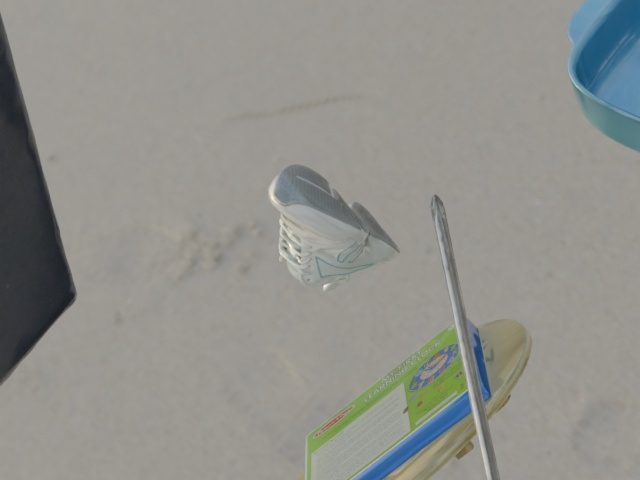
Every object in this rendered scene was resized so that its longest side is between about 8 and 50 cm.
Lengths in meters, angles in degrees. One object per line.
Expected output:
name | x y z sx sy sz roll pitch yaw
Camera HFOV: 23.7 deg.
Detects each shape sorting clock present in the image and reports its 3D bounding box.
shape sorting clock | 0.055 0.124 0.989 0.206 0.040 0.206 -39 13 11

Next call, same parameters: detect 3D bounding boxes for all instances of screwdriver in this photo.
screwdriver | 0.049 0.070 0.471 0.025 0.170 0.024 -17 6 0

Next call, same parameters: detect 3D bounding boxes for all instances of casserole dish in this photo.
casserole dish | 0.201 -0.064 0.695 0.188 0.037 0.114 24 53 24

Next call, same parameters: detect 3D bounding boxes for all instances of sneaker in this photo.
sneaker | 0.000 0.000 0.938 0.061 0.152 0.053 -40 64 7

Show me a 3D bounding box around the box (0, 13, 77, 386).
box | -0.402 -0.112 0.602 0.472 0.480 0.297 23 54 22
